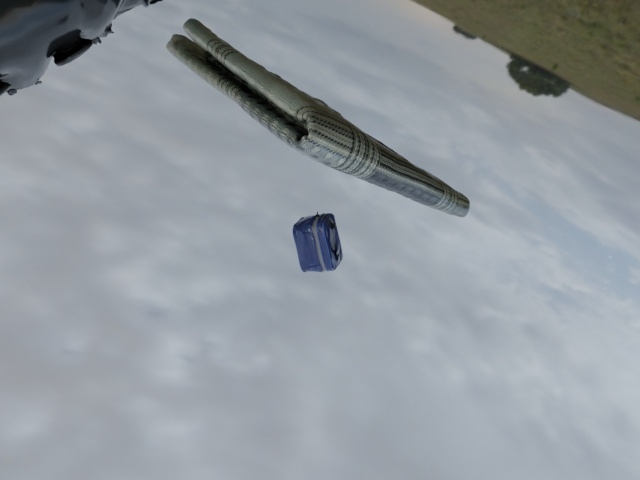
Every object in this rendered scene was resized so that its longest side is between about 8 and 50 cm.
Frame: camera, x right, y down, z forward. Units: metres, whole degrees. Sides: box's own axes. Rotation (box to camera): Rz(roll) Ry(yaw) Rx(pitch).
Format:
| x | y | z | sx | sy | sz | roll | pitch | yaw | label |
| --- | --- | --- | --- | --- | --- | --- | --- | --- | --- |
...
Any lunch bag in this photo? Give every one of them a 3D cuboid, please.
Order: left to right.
| x | y | z | sx | sy | sz | roll | pitch | yaw | label |
| --- | --- | --- | --- | --- | --- | --- | --- | --- | --- |
| 0.000 | 0.000 | 0.787 | 0.065 | 0.098 | 0.067 | -5 | -158 | 20 | lunch bag |

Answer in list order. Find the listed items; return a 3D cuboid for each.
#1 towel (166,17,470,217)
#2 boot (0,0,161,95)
| x | y | z | sx | sy | sz | roll | pitch | yaw | label |
| --- | --- | --- | --- | --- | --- | --- | --- | --- | --- |
| 0.003 | -0.148 | 0.589 | 0.312 | 0.056 | 0.324 | 13 | -158 | -47 | towel |
| -0.238 | -0.189 | 0.352 | 0.445 | 0.146 | 0.367 | -39 | -157 | -22 | boot |
